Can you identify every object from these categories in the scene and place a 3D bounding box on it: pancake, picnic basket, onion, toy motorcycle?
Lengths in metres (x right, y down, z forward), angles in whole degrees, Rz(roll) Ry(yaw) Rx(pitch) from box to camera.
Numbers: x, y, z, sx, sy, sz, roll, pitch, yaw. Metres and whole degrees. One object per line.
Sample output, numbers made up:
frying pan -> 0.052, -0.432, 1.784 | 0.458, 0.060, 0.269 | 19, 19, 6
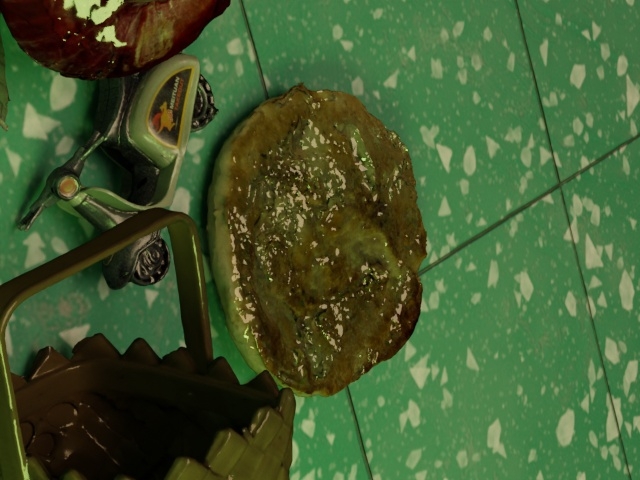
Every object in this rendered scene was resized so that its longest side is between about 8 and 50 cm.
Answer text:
pancake -> 0.002, 0.000, 2.044 | 0.356, 0.065, 0.356 | 2, 87, -50
picnic basket -> -0.181, 0.154, 1.638 | 0.254, 0.291, 0.321 | -30, 122, -46
onion -> -0.173, -0.252, 1.666 | 0.252, 0.219, 0.252 | -17, 126, -25
toy motorcycle -> -0.188, -0.085, 1.810 | 0.157, 0.091, 0.263 | 25, 66, -37

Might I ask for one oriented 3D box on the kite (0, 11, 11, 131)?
kite -> -0.293, -0.212, 1.707 | 0.250, 0.012, 0.229 | -30, 118, -62
